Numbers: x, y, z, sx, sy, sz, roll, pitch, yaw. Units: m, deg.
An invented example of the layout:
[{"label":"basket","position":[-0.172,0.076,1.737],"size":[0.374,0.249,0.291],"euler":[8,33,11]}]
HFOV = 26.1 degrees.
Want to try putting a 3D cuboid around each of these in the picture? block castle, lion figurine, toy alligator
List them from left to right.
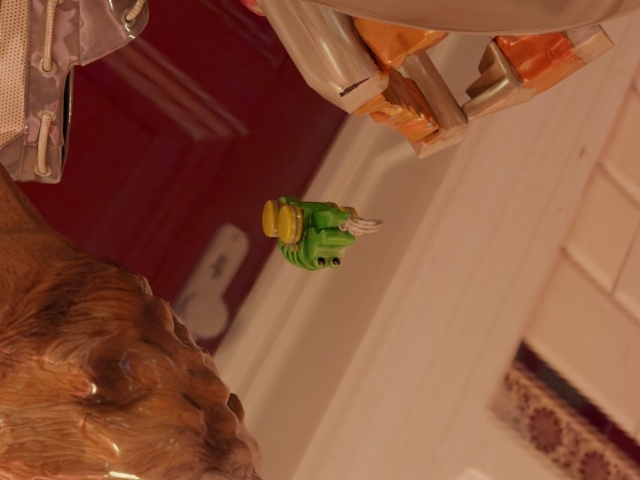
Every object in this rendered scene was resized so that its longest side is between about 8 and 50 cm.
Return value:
[{"label":"lion figurine","position":[-0.178,-0.018,0.535],"size":[0.142,0.240,0.392],"euler":[-39,71,25]},{"label":"toy alligator","position":[0.000,0.000,1.031],"size":[0.056,0.051,0.190],"euler":[1,-173,-20]},{"label":"block castle","position":[0.165,-0.279,1.056],"size":[0.212,0.453,0.303],"euler":[60,-164,16]}]

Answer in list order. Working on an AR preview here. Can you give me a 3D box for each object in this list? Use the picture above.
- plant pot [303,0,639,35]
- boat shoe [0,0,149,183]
[{"label":"plant pot","position":[0.062,-0.260,0.348],"size":[0.323,0.323,0.280],"euler":[31,150,-4]},{"label":"boat shoe","position":[-0.174,-0.178,0.898],"size":[0.130,0.132,0.355],"euler":[15,133,-15]}]
